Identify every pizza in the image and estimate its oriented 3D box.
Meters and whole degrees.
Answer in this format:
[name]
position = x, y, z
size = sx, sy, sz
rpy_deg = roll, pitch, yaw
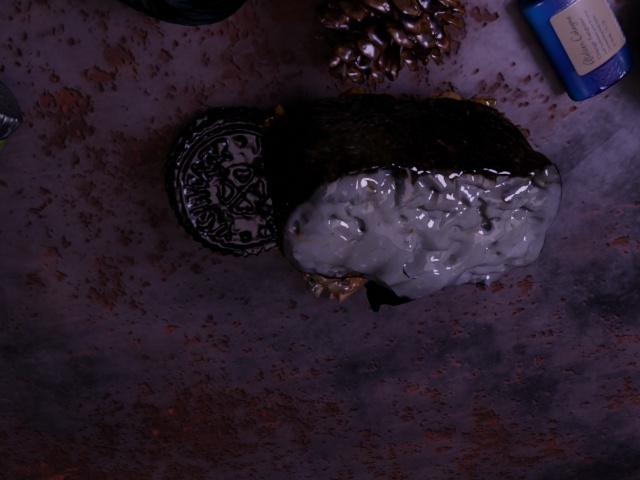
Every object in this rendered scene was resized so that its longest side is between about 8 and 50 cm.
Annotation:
[pizza]
position = 0.000, 0.000, 0.921
size = 0.195, 0.052, 0.185
rpy_deg = 20, 116, -17

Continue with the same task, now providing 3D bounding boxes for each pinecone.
[pinecone]
position = 0.066, -0.240, 0.703
size = 0.173, 0.174, 0.174
rpy_deg = -3, 124, -4

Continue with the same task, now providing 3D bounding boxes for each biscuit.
[biscuit]
position = -0.102, -0.072, 0.837
size = 0.194, 0.053, 0.195
rpy_deg = -3, 109, -10

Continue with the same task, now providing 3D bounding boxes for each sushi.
[sushi]
position = 0.099, -0.050, 0.790
size = 0.348, 0.208, 0.234
rpy_deg = 3, 134, -20

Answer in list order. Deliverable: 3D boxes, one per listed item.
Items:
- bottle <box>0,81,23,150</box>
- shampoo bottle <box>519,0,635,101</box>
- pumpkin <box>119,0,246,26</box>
[bottle]
position = -0.453, -0.086, 0.775
size = 0.260, 0.112, 0.112
rpy_deg = -37, 120, 17
[shampoo bottle]
position = 0.297, -0.255, 0.782
size = 0.087, 0.050, 0.183
rpy_deg = -33, 121, 18
[pumpkin]
position = -0.149, -0.298, 0.632
size = 0.202, 0.202, 0.140
rpy_deg = 35, 70, -25
